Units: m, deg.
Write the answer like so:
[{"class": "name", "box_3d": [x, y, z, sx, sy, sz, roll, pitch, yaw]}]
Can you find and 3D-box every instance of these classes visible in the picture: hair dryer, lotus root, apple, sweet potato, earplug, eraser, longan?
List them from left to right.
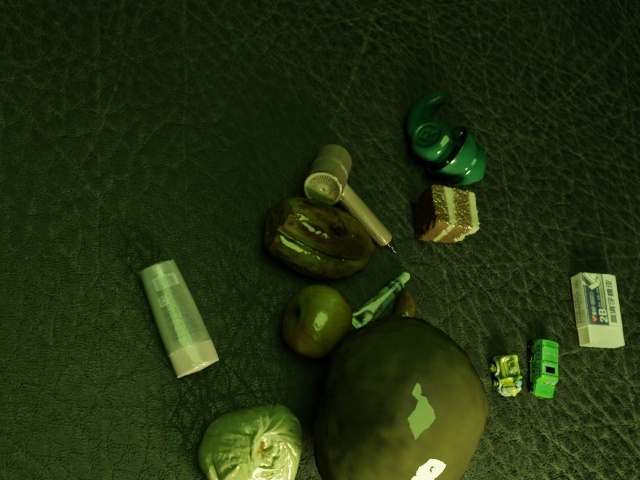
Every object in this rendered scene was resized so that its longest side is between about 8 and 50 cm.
[{"class": "apple", "box_3d": [-0.004, 0.199, 1.583, 0.155, 0.182, 0.183, 26, 63, -33]}, {"class": "lotus root", "box_3d": [0.000, 0.007, 1.652, 0.290, 0.193, 0.193, 20, 66, -17]}, {"class": "hair dryer", "box_3d": [0.098, -0.093, 1.762, 0.344, 0.106, 0.189, 48, 28, -18]}, {"class": "longan", "box_3d": [0.179, 0.393, 1.454, 0.403, 0.404, 0.436, 11, 67, -14]}, {"class": "sweet potato", "box_3d": [0.220, 0.235, 1.709, 0.065, 0.051, 0.218, 10, 68, -17]}, {"class": "earplug", "box_3d": [0.372, -0.284, 1.910, 0.280, 0.164, 0.257, 41, 27, -14]}, {"class": "eraser", "box_3d": [0.813, 0.204, 1.906, 0.124, 0.068, 0.210, 6, 70, -17]}]

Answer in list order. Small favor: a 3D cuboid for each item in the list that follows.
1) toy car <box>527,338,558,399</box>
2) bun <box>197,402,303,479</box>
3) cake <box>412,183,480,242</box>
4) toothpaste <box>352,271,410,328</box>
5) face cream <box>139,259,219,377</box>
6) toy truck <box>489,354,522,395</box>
[{"class": "toy car", "box_3d": [0.617, 0.352, 1.790, 0.071, 0.062, 0.165, 14, 68, -13]}, {"class": "bun", "box_3d": [-0.154, 0.471, 1.451, 0.243, 0.153, 0.244, 6, 66, -13]}, {"class": "cake", "box_3d": [0.352, -0.073, 1.814, 0.147, 0.135, 0.135, 0, 69, -18]}, {"class": "toothpaste", "box_3d": [0.163, 0.159, 1.727, 0.216, 0.037, 0.062, -41, 89, -21]}, {"class": "face cream", "box_3d": [-0.339, 0.183, 1.533, 0.107, 0.073, 0.269, -22, 79, -19]}, {"class": "toy truck", "box_3d": [0.509, 0.362, 1.744, 0.076, 0.077, 0.111, -3, 72, -19]}]
